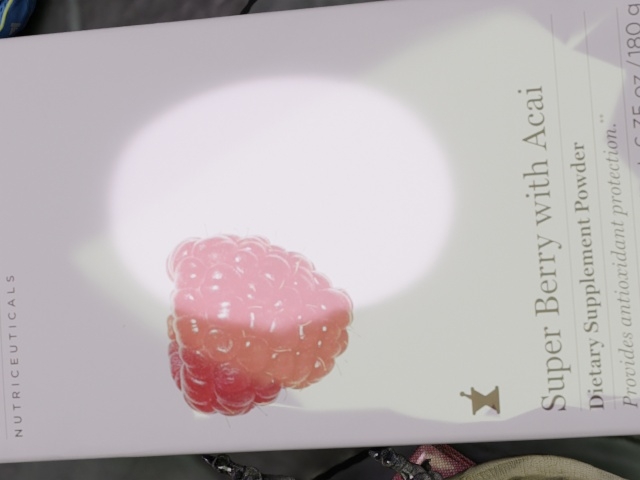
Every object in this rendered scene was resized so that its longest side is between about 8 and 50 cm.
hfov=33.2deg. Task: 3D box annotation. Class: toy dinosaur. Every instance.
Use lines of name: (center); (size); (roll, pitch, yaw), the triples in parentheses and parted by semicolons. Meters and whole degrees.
toy dinosaur: (0.014, 0.131, 0.482); (0.268, 0.118, 0.064); (-22, 54, 4)

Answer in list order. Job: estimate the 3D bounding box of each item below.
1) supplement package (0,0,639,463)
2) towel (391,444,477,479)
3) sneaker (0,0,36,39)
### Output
supplement package: (0.000, 0.000, 0.492); (0.292, 0.175, 0.178); (-5, 87, 7)
towel: (0.053, 0.296, 0.538); (0.237, 0.037, 0.329); (37, 92, 8)
sneaker: (-0.167, -0.182, 0.580); (0.240, 0.091, 0.126); (-31, 95, 12)
